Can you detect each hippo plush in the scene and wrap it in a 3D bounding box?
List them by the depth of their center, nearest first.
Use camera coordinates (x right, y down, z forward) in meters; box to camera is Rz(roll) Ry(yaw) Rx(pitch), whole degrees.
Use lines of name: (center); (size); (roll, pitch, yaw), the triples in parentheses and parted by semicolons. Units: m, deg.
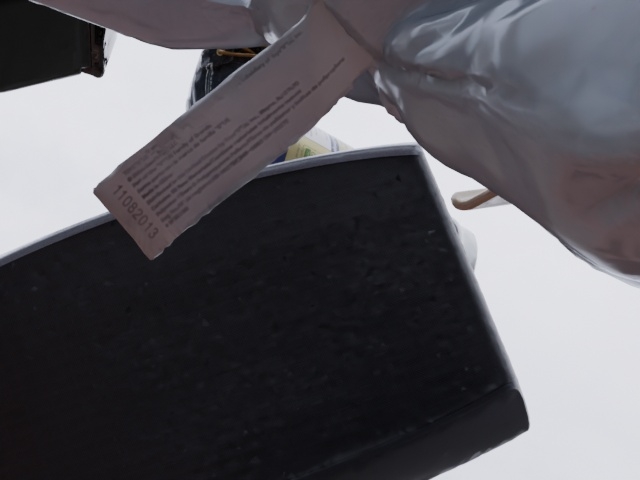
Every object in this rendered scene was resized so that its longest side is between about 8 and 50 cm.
hippo plush: (0.116, -0.045, 0.559); (0.294, 0.234, 0.236); (-38, -43, 13)

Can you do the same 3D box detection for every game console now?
game console: (-0.168, -0.157, 1.192); (0.071, 0.107, 0.122); (16, -24, 0)

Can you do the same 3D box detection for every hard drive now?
hard drive: (-0.043, 0.051, 0.846); (0.255, 0.172, 0.054); (-17, -17, -12)

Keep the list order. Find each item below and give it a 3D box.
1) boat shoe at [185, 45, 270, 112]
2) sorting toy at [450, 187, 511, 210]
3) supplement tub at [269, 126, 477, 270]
boat shoe: (-0.055, -0.143, 1.334); (0.065, 0.183, 0.083); (12, -37, -10)
sorting toy: (0.246, -0.078, 1.671); (0.208, 0.038, 0.193); (-23, -10, 41)
supplement tub: (0.000, 0.000, 2.138); (0.316, 0.228, 0.228); (28, -37, -17)
